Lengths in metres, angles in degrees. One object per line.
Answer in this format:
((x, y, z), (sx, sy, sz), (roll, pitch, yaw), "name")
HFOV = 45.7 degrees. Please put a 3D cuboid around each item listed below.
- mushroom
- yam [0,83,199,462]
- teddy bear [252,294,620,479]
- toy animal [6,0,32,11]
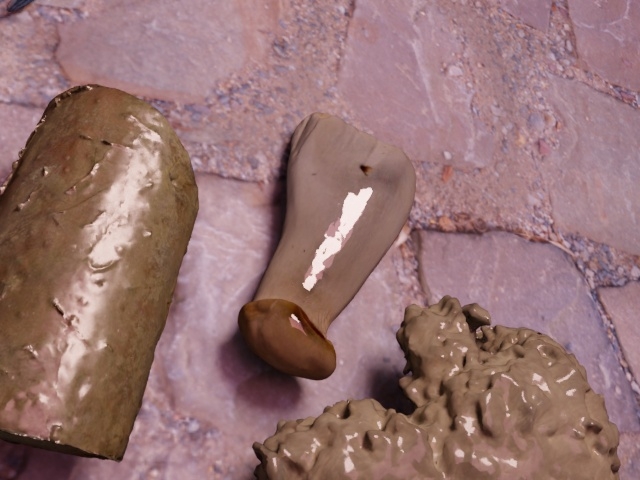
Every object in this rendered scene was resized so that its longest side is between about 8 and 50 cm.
((0.000, 0.000, 0.824), (0.159, 0.122, 0.328), (12, 52, 17), "mushroom")
((-0.205, 0.031, 0.638), (0.168, 0.168, 0.304), (23, 57, -19), "yam")
((0.110, 0.227, 0.735), (0.368, 0.224, 0.357), (2, 66, -14), "teddy bear")
((-0.322, -0.375, 0.785), (0.176, 0.239, 0.255), (-18, 30, -9), "toy animal")
